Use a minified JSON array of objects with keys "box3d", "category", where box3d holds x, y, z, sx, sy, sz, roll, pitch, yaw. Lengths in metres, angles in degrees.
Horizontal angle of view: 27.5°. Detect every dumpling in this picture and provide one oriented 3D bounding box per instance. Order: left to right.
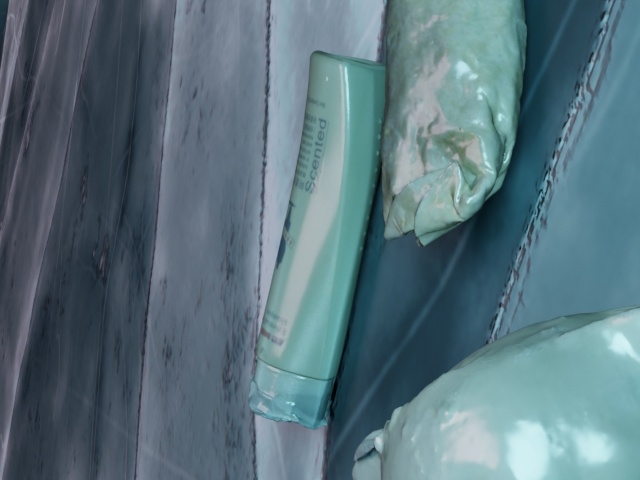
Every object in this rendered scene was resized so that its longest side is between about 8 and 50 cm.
[{"box3d":[0.082,0.093,0.441,0.188,0.108,0.127,-39,69,39],"category":"dumpling"}]

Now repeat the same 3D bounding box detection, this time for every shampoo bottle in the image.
[{"box3d":[0.000,0.000,0.751,0.072,0.049,0.212,-151,70,-64],"category":"shampoo bottle"}]

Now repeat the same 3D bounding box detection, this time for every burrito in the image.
[{"box3d":[0.062,-0.133,0.623,0.082,0.059,0.275,-24,60,59],"category":"burrito"}]
